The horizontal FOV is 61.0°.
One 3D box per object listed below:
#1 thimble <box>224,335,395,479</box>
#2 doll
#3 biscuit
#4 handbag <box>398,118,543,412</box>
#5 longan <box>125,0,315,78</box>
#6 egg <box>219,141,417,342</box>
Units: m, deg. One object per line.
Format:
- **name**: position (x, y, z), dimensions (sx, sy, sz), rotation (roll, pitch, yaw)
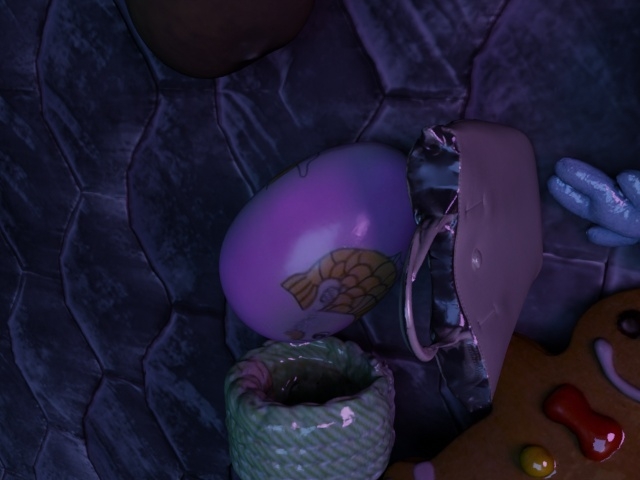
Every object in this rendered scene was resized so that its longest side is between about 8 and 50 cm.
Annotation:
- **thimble**: position (-0.011, 0.224, 0.694), dimensions (0.219, 0.219, 0.150), rotation (6, 110, 23)
- **doll**: position (0.323, -0.031, 0.548), dimensions (0.075, 0.120, 0.180), rotation (-41, 67, -15)
- **biscuit**: position (0.247, 0.221, 0.575), dimensions (0.432, 0.064, 0.283), rotation (-50, 51, 13)
- **handbag**: position (0.143, 0.007, 0.494), dimensions (0.109, 0.315, 0.241), rotation (-7, 104, 24)
- **longan**: position (-0.111, -0.284, 0.591), dimensions (0.220, 0.196, 0.197), rotation (-9, 102, 36)
- **egg**: position (0.000, 0.000, 0.627), dimensions (0.196, 0.196, 0.271), rotation (38, 116, 9)
